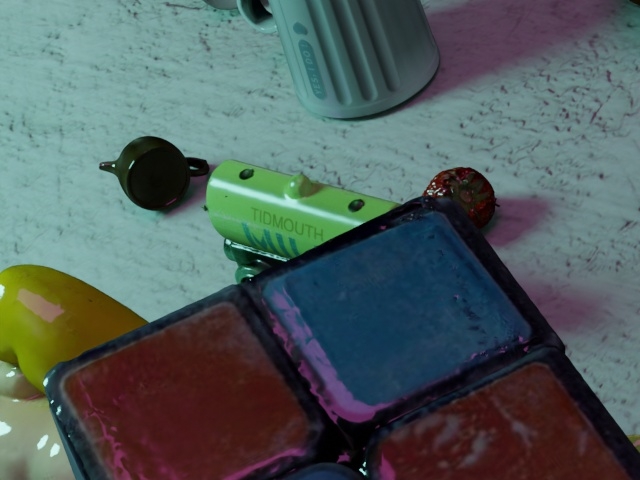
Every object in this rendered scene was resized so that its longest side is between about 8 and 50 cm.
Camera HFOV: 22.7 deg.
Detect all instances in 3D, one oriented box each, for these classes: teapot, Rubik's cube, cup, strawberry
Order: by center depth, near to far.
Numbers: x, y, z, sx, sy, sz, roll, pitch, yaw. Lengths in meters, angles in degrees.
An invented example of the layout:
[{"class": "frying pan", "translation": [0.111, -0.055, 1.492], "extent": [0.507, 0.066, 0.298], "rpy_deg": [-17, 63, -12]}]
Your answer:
[{"class": "Rubik's cube", "translation": [0.030, 0.216, 1.072], "extent": [0.318, 0.316, 0.313], "rpy_deg": [-24, 52, -13]}, {"class": "strawberry", "translation": [0.130, -0.036, 1.556], "extent": [0.073, 0.073, 0.083], "rpy_deg": [-45, 9, -24]}, {"class": "teapot", "translation": [-0.178, -0.079, 1.732], "extent": [0.121, 0.076, 0.068], "rpy_deg": [-6, 26, -22]}, {"class": "cup", "translation": [0.000, -0.256, 1.739], "extent": [0.221, 0.202, 0.167], "rpy_deg": [-9, 40, 15]}]

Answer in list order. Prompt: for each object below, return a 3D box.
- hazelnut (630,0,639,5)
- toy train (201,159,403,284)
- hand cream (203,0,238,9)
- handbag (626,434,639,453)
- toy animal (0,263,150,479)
[{"class": "hazelnut", "translation": [0.387, -0.331, 1.654], "extent": [0.217, 0.217, 0.251], "rpy_deg": [12, 37, 34]}, {"class": "toy train", "translation": [0.000, 0.000, 1.495], "extent": [0.253, 0.157, 0.105], "rpy_deg": [17, 54, 37]}, {"class": "hand cream", "translation": [-0.124, -0.376, 2.035], "extent": [0.133, 0.083, 0.248], "rpy_deg": [-15, 30, 8]}, {"class": "handbag", "translation": [0.238, 0.194, 1.278], "extent": [0.061, 0.027, 0.083], "rpy_deg": [-6, 41, 19]}, {"class": "toy animal", "translation": [-0.244, 0.165, 1.364], "extent": [0.345, 0.277, 0.246], "rpy_deg": [20, 70, 35]}]
